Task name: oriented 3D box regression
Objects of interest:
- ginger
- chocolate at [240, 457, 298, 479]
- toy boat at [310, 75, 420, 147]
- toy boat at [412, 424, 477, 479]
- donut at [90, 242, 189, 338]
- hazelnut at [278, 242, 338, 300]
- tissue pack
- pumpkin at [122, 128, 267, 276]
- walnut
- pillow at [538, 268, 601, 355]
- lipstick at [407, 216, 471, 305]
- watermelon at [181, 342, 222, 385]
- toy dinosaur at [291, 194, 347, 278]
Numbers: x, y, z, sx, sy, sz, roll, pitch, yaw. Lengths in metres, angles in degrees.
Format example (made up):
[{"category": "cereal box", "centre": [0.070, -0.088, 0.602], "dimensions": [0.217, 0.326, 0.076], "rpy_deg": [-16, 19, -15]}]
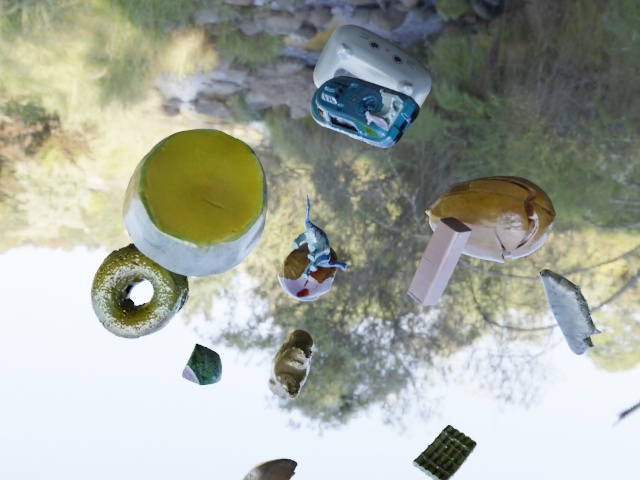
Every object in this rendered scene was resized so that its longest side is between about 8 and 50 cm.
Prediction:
[{"category": "ginger", "centre": [-0.104, 0.421, 2.262], "dimensions": [0.123, 0.219, 0.270], "rpy_deg": [31, -155, -2]}, {"category": "chocolate", "centre": [-0.167, 0.640, 1.849], "dimensions": [0.083, 0.161, 0.261], "rpy_deg": [41, 139, -4]}, {"category": "toy boat", "centre": [0.070, -0.300, 1.510], "dimensions": [0.299, 0.134, 0.092], "rpy_deg": [30, 173, 46]}, {"category": "toy boat", "centre": [0.205, 0.350, 1.154], "dimensions": [0.063, 0.016, 0.115], "rpy_deg": [30, -141, 27]}, {"category": "donut", "centre": [-0.486, 0.141, 1.866], "dimensions": [0.272, 0.272, 0.107], "rpy_deg": [6, -171, -2]}, {"category": "hazelnut", "centre": [-0.045, 0.099, 2.273], "dimensions": [0.161, 0.170, 0.202], "rpy_deg": [-4, 149, -45]}, {"category": "tissue pack", "centre": [0.150, -0.476, 2.080], "dimensions": [0.333, 0.229, 0.236], "rpy_deg": [31, -153, 0]}, {"category": "pumpkin", "centre": [-0.278, -0.097, 1.577], "dimensions": [0.332, 0.332, 0.199], "rpy_deg": [6, 166, -8]}, {"category": "walnut", "centre": [0.386, -0.055, 1.666], "dimensions": [0.209, 0.209, 0.336], "rpy_deg": [3, -177, -44]}, {"category": "pillow", "centre": [0.572, 0.162, 1.596], "dimensions": [0.093, 0.241, 0.051], "rpy_deg": [-11, -157, 43]}, {"category": "lipstick", "centre": [0.192, 0.035, 1.149], "dimensions": [0.045, 0.145, 0.045], "rpy_deg": [-6, -143, -42]}, {"category": "watermelon", "centre": [-0.248, 0.268, 1.496], "dimensions": [0.092, 0.084, 0.072], "rpy_deg": [45, 152, -19]}, {"category": "toy dinosaur", "centre": [-0.012, 0.029, 2.117], "dimensions": [0.076, 0.144, 0.329], "rpy_deg": [13, 146, 41]}]
